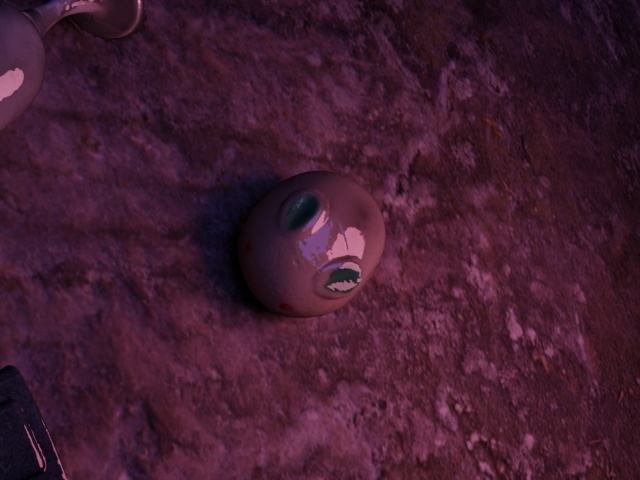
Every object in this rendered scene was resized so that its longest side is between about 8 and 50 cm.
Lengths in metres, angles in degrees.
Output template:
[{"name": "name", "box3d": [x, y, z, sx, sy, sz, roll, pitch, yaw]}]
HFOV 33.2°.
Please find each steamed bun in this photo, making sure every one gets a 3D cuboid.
[{"name": "steamed bun", "box3d": [0.000, 0.000, 1.356, 0.228, 0.131, 0.177, -33, 97, -49]}]

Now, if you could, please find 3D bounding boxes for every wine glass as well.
[{"name": "wine glass", "box3d": [-0.323, -0.211, 1.136, 0.143, 0.143, 0.321, 52, 44, -12]}]

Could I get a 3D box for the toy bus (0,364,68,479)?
[{"name": "toy bus", "box3d": [-0.357, 0.212, 0.874, 0.275, 0.167, 0.138, -21, 86, -48]}]
